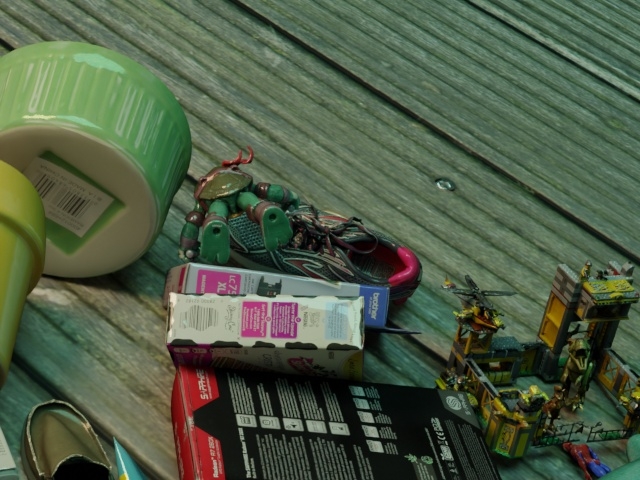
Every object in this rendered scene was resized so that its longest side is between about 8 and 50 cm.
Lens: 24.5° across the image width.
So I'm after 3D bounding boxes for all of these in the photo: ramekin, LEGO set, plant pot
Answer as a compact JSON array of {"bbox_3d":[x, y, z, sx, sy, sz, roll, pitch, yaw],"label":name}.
[{"bbox_3d":[-0.327,-0.093,1.919,0.303,0.303,0.148,13,41,-6],"label":"ramekin"},{"bbox_3d":[0.325,0.137,1.937,0.331,0.192,0.255,2,30,-18],"label":"LEGO set"},{"bbox_3d":[-0.447,0.059,1.713,0.254,0.254,0.239,5,52,-17],"label":"plant pot"}]

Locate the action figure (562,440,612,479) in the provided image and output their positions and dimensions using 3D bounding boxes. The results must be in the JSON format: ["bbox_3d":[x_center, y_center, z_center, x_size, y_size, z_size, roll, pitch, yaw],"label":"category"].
[{"bbox_3d":[0.355,0.293,1.898,0.038,0.030,0.115,-9,37,-41],"label":"action figure"}]

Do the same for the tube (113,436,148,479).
[{"bbox_3d":[-0.187,0.311,1.607,0.052,0.080,0.207,-21,45,-3],"label":"tube"}]

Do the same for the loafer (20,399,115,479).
[{"bbox_3d":[-0.263,0.258,1.626,0.094,0.087,0.251,-5,40,-29],"label":"loafer"}]

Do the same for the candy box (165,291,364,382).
[{"bbox_3d":[-0.063,0.122,1.792,0.233,0.159,0.071,0,68,2],"label":"candy box"}]

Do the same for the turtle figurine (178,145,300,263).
[{"bbox_3d":[-0.117,-0.038,1.909,0.175,0.118,0.234,-31,19,-3],"label":"turtle figurine"}]

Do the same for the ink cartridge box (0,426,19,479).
[{"bbox_3d":[-0.386,0.231,1.575,0.072,0.127,0.175,-6,40,-28],"label":"ink cartridge box"}]

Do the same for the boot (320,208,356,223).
[{"bbox_3d":[-0.023,-0.005,2.134,0.157,0.059,0.085,9,37,3],"label":"boot"}]

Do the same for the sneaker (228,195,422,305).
[{"bbox_3d":[0.000,0.000,2.042,0.299,0.112,0.121,15,77,-1],"label":"sneaker"}]

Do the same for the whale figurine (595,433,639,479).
[{"bbox_3d":[0.374,0.316,1.733,0.216,0.141,0.272,16,44,25],"label":"whale figurine"}]

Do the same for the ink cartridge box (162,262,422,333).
[{"bbox_3d":[-0.038,0.078,1.916,0.311,0.065,0.186,10,-6,-14],"label":"ink cartridge box"}]

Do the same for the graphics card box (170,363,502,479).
[{"bbox_3d":[0.017,0.258,1.726,0.370,0.094,0.233,6,28,-15],"label":"graphics card box"}]
